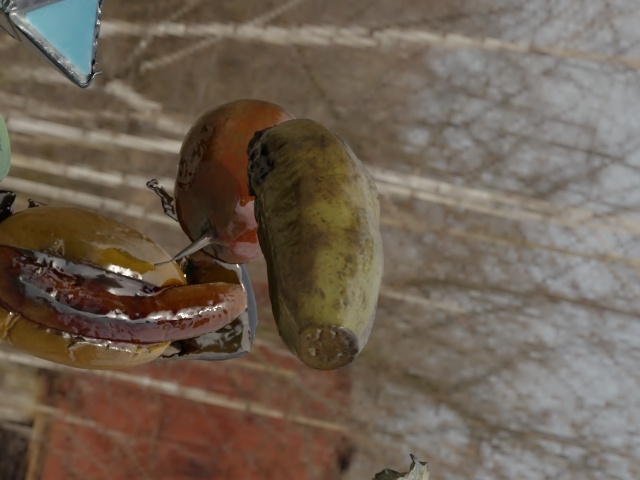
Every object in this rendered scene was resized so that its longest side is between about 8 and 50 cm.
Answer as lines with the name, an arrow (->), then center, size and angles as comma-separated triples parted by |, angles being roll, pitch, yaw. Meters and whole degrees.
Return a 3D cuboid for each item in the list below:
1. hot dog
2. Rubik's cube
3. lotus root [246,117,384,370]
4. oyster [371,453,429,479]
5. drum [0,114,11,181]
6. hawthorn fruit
hot dog -> -0.218, 0.043, 1.538 | 0.107, 0.326, 0.194 | -119, -149, -73
Rubik's cube -> -0.300, -0.301, 1.404 | 0.228, 0.233, 0.228 | -88, -175, -53
lotus root -> 0.000, 0.000, 1.140 | 0.258, 0.097, 0.110 | -101, -168, -50
oyster -> 0.007, 0.241, 1.297 | 0.133, 0.209, 0.072 | -25, -97, 46
drum -> -0.367, -0.098, 1.449 | 0.253, 0.049, 0.130 | -18, 92, -77
hawthorn fruit -> -0.066, -0.034, 1.396 | 0.149, 0.149, 0.189 | 110, -12, -61
